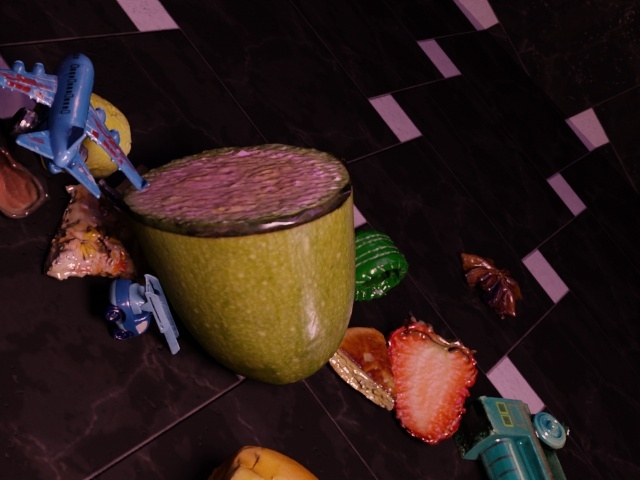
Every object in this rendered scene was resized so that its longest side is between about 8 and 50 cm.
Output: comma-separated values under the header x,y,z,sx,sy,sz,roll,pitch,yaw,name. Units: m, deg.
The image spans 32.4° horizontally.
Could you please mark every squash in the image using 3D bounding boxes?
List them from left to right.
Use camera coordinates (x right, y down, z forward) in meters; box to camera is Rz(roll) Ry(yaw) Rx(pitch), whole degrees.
x,y,z,sx,sy,sz,roll,pitch,yaw,name
-0.096,0.059,1.492,0.310,0.310,0.309,-54,145,-60,squash

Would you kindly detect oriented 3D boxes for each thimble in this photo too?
x,y,z,sx,sy,sz,roll,pitch,yaw,name
0.082,0.043,1.869,0.090,0.118,0.130,59,4,24,thimble

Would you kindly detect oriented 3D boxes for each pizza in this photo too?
x,y,z,sx,sy,sz,roll,pitch,yaw,name
-0.300,0.003,1.467,0.185,0.052,0.195,46,30,2,pizza

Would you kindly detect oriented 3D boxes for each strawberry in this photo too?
x,y,z,sx,sy,sz,roll,pitch,yaw,name
0.160,0.237,1.799,0.167,0.087,0.208,28,57,2,strawberry

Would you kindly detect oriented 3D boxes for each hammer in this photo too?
x,y,z,sx,sy,sz,roll,pitch,yaw,name
-0.275,-0.082,1.592,0.062,0.017,0.182,43,16,-7,hammer

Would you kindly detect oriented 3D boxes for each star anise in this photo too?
x,y,z,sx,sy,sz,roll,pitch,yaw,name
0.347,0.082,2.234,0.168,0.057,0.168,34,34,-27,star anise

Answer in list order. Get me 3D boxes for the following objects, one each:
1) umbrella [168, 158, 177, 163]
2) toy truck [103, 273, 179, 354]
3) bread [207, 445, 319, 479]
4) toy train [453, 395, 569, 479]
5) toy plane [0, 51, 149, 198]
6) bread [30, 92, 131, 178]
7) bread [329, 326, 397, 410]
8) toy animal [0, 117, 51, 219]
x,y,z,sx,sy,sz,roll,pitch,yaw,name
-0.134,-0.052,1.719,0.340,0.118,0.118,5,51,-59,umbrella
-0.233,0.102,1.437,0.136,0.074,0.063,79,2,-49,toy truck
-0.076,0.375,1.256,0.167,0.132,0.294,36,33,-10,bread
0.338,0.399,1.803,0.194,0.120,0.298,11,46,-37,toy train
-0.326,-0.160,1.400,0.254,0.105,0.271,37,17,-30,toy plane
-0.337,-0.155,1.552,0.114,0.111,0.129,20,44,-53,bread
0.052,0.186,1.721,0.136,0.054,0.154,28,30,-34,bread
-0.462,-0.188,1.406,0.343,0.106,0.168,65,10,18,toy animal
